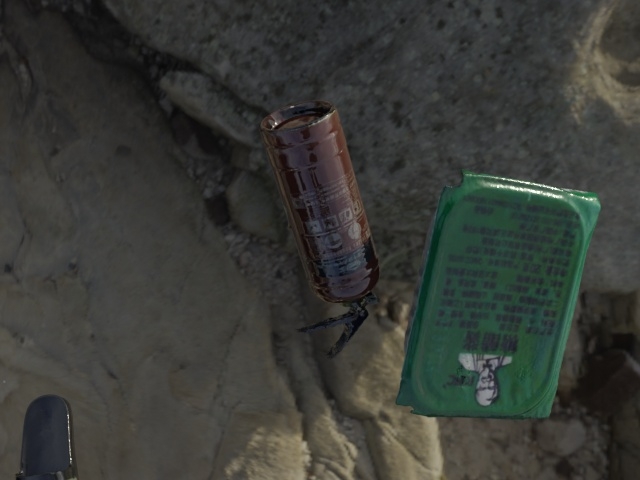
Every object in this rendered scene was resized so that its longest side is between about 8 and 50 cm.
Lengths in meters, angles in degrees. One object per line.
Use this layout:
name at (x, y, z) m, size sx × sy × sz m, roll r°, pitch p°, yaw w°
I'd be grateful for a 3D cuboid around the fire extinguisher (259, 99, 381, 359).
fire extinguisher at (0.000, 0.000, 1.171) m, size 0.138 × 0.102 × 0.343 m, roll -22°, pitch 116°, yaw -13°

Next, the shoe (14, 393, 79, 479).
shoe at (-0.309, 0.256, 1.000) m, size 0.071 × 0.049 × 0.179 m, roll -10°, pitch 66°, yaw 4°

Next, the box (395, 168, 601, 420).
box at (0.226, 0.074, 1.255) m, size 0.264 × 0.106 × 0.336 m, roll 8°, pitch 99°, yaw -25°
